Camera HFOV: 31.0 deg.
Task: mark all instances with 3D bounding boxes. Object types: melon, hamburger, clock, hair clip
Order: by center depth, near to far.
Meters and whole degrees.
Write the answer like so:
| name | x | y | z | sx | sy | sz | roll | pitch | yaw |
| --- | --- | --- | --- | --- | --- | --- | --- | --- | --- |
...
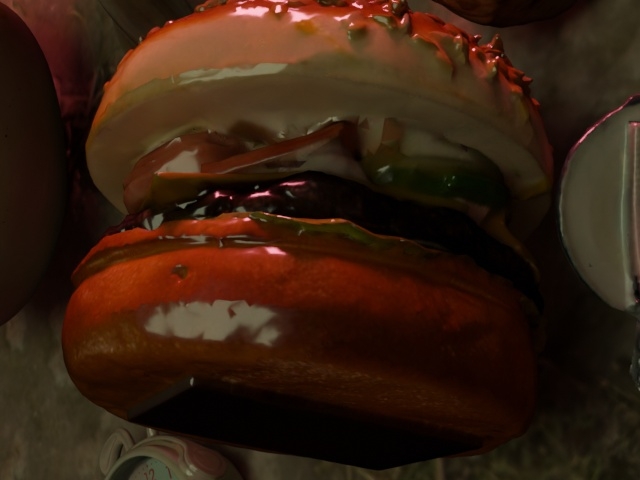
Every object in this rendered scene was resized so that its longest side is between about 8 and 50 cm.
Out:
| name | x | y | z | sx | sy | sz | roll | pitch | yaw |
| --- | --- | --- | --- | --- | --- | --- | --- | --- | --- |
| hair clip | 0.179 | -0.007 | 0.598 | 0.049 | 0.116 | 0.172 | 144 | 127 | -75 |
| hamburger | 0.000 | 0.000 | 0.647 | 0.291 | 0.291 | 0.225 | -15 | 59 | 42 |
| clock | -0.110 | 0.221 | 0.879 | 0.151 | 0.062 | 0.191 | -35 | 64 | 37 |
| melon | -0.330 | -0.073 | 0.994 | 0.223 | 0.223 | 0.317 | -19 | 74 | 41 |

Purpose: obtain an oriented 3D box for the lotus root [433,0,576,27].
| name | x | y | z | sx | sy | sz | roll | pitch | yaw |
| --- | --- | --- | --- | --- | --- | --- | --- | --- | --- |
| lotus root | 0.110 | -0.189 | 0.691 | 0.159 | 0.095 | 0.135 | -34 | 63 | -9 |

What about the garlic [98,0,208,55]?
| name | x | y | z | sx | sy | sz | roll | pitch | yaw |
| --- | --- | --- | --- | --- | --- | --- | --- | --- | --- |
| garlic | -0.066 | -0.212 | 0.838 | 0.237 | 0.210 | 0.292 | 122 | 132 | -68 |
